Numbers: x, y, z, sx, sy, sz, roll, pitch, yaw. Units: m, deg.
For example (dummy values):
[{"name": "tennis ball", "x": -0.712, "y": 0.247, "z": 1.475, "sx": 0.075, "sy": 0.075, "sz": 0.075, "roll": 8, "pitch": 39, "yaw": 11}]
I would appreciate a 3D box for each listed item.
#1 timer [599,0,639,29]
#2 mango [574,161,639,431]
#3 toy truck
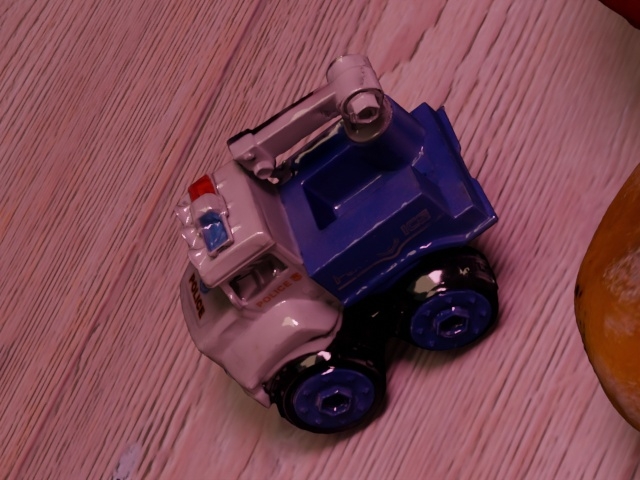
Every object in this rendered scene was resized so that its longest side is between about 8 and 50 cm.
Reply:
[{"name": "timer", "x": 0.275, "y": -0.269, "z": 0.850, "sx": 0.378, "sy": 0.279, "sz": 0.378, "roll": -16, "pitch": 29, "yaw": 9}, {"name": "mango", "x": 0.267, "y": -0.020, "z": 0.845, "sx": 0.316, "sy": 0.146, "sz": 0.193, "roll": -44, "pitch": 46, "yaw": -5}, {"name": "toy truck", "x": 0.000, "y": 0.000, "z": 1.038, "sx": 0.213, "sy": 0.177, "sz": 0.161, "roll": -37, "pitch": 46, "yaw": 16}]
